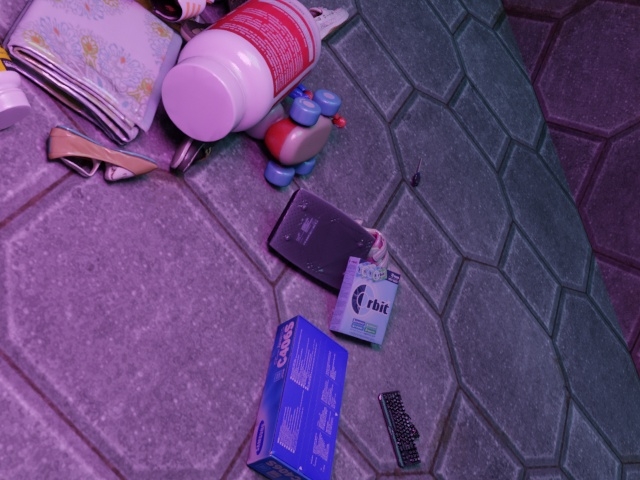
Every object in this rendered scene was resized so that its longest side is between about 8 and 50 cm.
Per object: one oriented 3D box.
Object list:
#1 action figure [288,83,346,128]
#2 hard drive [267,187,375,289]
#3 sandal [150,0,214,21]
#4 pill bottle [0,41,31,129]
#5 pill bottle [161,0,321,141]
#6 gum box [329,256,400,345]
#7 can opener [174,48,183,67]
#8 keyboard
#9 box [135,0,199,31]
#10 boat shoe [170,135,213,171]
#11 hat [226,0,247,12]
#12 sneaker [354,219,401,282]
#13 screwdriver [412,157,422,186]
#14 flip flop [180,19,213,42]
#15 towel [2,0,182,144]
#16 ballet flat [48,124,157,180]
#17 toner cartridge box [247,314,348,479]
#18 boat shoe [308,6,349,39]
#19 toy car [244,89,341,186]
[{"bbox_3d":[-0.062,-0.367,2.175,0.280,0.139,0.091,33,41,2],"label":"action figure"},{"bbox_3d":[0.000,0.000,1.933,0.254,0.054,0.172,33,81,-30],"label":"hard drive"},{"bbox_3d":[-0.356,-0.542,1.843,0.265,0.102,0.076,-13,110,-55],"label":"sandal"},{"bbox_3d":[-0.608,-0.304,1.421,0.119,0.119,0.209,-30,90,-55],"label":"pill bottle"},{"bbox_3d":[-0.173,-0.385,1.789,0.229,0.229,0.408,51,39,-12],"label":"pill bottle"},{"bbox_3d":[0.111,0.149,1.967,0.157,0.041,0.184,22,82,-41],"label":"gum box"},{"bbox_3d":[-0.247,-0.397,1.961,0.280,0.093,0.074,2,63,-55],"label":"can opener"},{"bbox_3d":[0.202,0.454,1.952,0.108,0.023,0.180,7,61,-49],"label":"keyboard"},{"bbox_3d":[-0.399,-0.593,1.935,0.232,0.058,0.087,24,48,-39],"label":"box"},{"bbox_3d":[-0.271,-0.221,1.805,0.068,0.081,0.228,40,37,-20],"label":"boat shoe"},{"bbox_3d":[-0.163,-0.693,2.122,0.331,0.133,0.331,-6,90,-78],"label":"hat"},{"bbox_3d":[0.132,0.038,2.085,0.252,0.111,0.103,37,41,-28],"label":"sneaker"},{"bbox_3d":[0.318,-0.225,2.577,0.024,0.025,0.170,46,38,-18],"label":"screwdriver"},{"bbox_3d":[-0.267,-0.477,1.986,0.112,0.080,0.277,40,19,11],"label":"flip flop"},{"bbox_3d":[-0.467,-0.413,1.697,0.320,0.090,0.374,38,40,-29],"label":"towel"},{"bbox_3d":[-0.433,-0.156,1.587,0.232,0.080,0.073,19,79,-39],"label":"ballet flat"},{"bbox_3d":[-0.040,0.343,1.689,0.165,0.075,0.348,39,40,-25],"label":"toner cartridge box"},{"bbox_3d":[0.001,-0.670,2.445,0.096,0.098,0.277,52,37,-12],"label":"boat shoe"},{"bbox_3d":[-0.110,-0.299,2.005,0.238,0.219,0.210,34,33,14],"label":"toy car"}]
